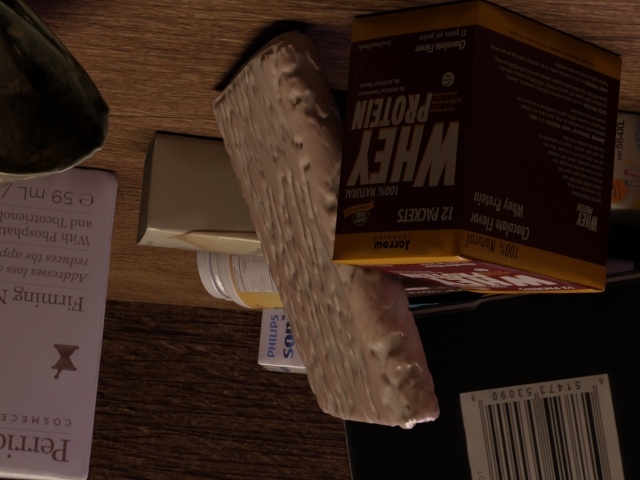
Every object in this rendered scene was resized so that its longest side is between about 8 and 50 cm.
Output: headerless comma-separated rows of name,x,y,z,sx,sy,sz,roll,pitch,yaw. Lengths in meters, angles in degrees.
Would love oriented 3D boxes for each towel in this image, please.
towel,0.000,0.000,1.605,0.053,0.332,0.317,-20,180,-12

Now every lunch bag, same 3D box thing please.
lunch bag,-0.328,-0.119,1.459,0.287,0.169,0.235,14,169,-26

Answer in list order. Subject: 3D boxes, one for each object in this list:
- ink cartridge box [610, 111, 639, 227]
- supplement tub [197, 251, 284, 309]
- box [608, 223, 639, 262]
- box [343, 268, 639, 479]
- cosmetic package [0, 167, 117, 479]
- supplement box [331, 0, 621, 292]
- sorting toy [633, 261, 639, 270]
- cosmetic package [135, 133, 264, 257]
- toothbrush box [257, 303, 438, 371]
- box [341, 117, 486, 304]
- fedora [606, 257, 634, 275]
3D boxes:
ink cartridge box,0.281,-0.066,1.716,0.143,0.092,0.090,6,172,-14
supplement tub,-0.044,0.018,2.370,0.200,0.144,0.144,1,171,30
box,0.389,-0.025,1.954,0.156,0.093,0.158,-2,171,43
box,0.350,0.181,1.872,0.480,0.297,0.472,-12,175,37
cosmetic package,-0.455,0.106,2.375,0.329,0.393,0.327,6,172,-12
supplement box,0.125,-0.066,1.440,0.129,0.194,0.191,-2,169,43
sorting toy,0.330,0.032,2.303,0.127,0.126,0.365,8,173,-21
cosmetic package,-0.046,-0.039,2.077,0.309,0.113,0.160,5,173,-8
toothbrush box,0.073,0.081,2.504,0.295,0.216,0.126,6,172,6
box,0.085,-0.026,1.799,0.168,0.167,0.203,-2,174,-10
fedora,0.412,0.094,2.704,0.244,0.124,0.275,6,164,-25
